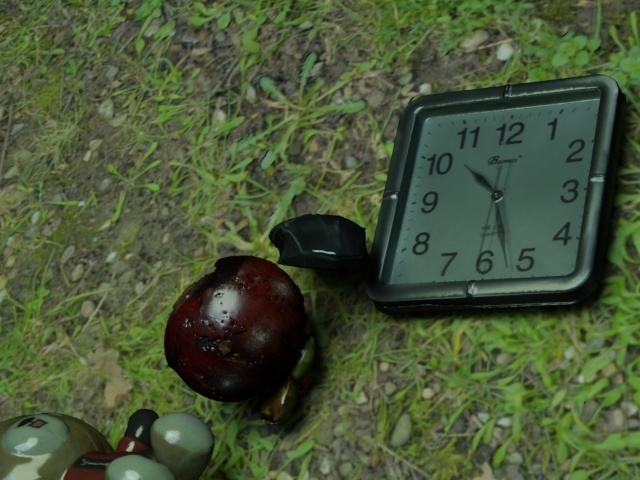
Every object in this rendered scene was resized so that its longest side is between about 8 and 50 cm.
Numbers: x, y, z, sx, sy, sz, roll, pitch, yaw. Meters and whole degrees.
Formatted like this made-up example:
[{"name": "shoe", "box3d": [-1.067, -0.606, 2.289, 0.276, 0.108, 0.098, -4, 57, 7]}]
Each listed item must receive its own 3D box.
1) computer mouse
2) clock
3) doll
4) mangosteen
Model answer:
[{"name": "computer mouse", "box3d": [0.000, 0.000, 1.825, 0.192, 0.106, 0.062, -158, 71, -79]}, {"name": "clock", "box3d": [0.194, -0.046, 1.808, 0.273, 0.049, 0.279, -3, 59, 31]}, {"name": "doll", "box3d": [-0.261, 0.277, 1.816, 0.330, 0.174, 0.235, 1, 31, 30]}, {"name": "mangosteen", "box3d": [-0.079, 0.108, 1.811, 0.166, 0.180, 0.166, -41, 20, 19]}]
